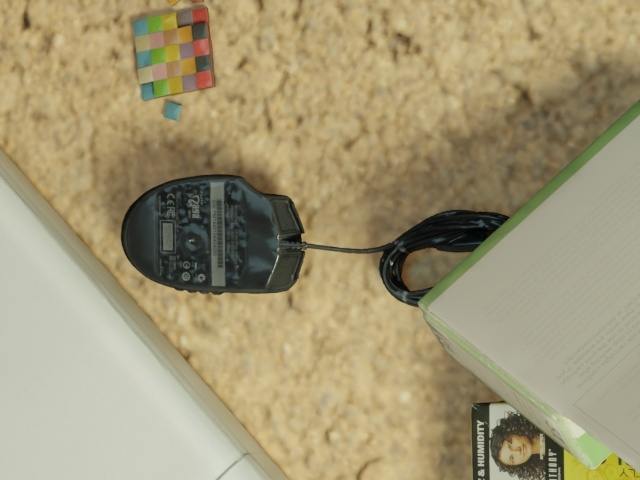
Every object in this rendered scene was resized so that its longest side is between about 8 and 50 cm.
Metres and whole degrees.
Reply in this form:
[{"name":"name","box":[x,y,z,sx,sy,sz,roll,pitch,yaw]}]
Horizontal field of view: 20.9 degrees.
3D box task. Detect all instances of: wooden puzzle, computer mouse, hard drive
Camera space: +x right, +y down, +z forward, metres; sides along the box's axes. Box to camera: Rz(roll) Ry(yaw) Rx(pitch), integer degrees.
[{"name":"wooden puzzle","box":[-0.089,-0.114,1.048,0.049,0.006,0.083,-9,83,22]},{"name":"computer mouse","box":[0.000,0.000,0.993,0.242,0.041,0.071,5,97,16]},{"name":"hard drive","box":[-0.206,0.106,1.063,0.233,0.047,0.353,-48,71,13]}]

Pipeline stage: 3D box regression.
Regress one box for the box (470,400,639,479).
[{"name":"box","box":[0.180,0.121,0.851,0.232,0.058,0.087,-3,85,44]}]

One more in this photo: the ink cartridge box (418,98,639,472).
[{"name":"ink cartridge box","box":[0.180,0.039,0.817,0.171,0.056,0.235,-41,44,-9]}]
